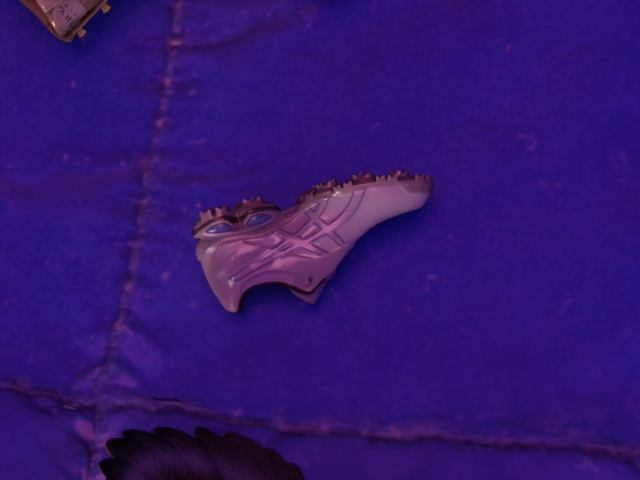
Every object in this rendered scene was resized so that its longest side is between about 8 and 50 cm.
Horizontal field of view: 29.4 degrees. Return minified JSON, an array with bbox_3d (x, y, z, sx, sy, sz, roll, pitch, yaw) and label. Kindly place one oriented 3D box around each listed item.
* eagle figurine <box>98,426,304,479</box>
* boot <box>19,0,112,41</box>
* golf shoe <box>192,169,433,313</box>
[{"bbox_3d":[-0.020,0.251,0.734,0.298,0.225,0.226,7,24,37],"label":"eagle figurine"},{"bbox_3d":[-0.124,-0.224,0.932,0.262,0.095,0.203,35,76,16],"label":"boot"},{"bbox_3d":[0.000,0.000,0.872,0.176,0.069,0.086,-15,90,2],"label":"golf shoe"}]
